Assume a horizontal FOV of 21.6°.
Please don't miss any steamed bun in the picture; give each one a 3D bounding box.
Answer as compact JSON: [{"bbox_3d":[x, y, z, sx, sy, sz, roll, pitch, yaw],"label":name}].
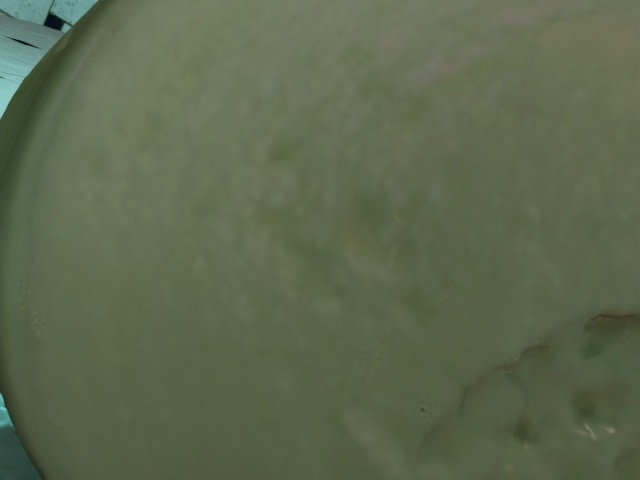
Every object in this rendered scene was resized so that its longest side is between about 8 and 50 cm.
[{"bbox_3d":[0.101,0.010,0.655,0.456,0.290,0.371,20,4,-12],"label":"steamed bun"}]
